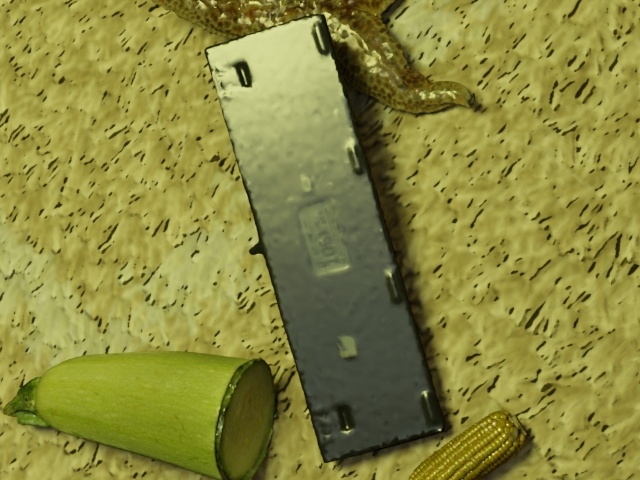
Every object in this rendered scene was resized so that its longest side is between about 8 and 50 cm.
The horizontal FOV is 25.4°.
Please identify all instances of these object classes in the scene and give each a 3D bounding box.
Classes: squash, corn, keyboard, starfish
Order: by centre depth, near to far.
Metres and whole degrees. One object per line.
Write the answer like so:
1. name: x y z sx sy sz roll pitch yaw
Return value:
1. corn: 0.103 0.155 1.004 0.092 0.037 0.037 -36 72 12
2. keyboard: 0.000 0.000 1.032 0.106 0.027 0.317 -16 90 12
3. squash: -0.147 0.129 1.072 0.224 0.094 0.094 1 82 25
4. starfish: -0.001 -0.178 1.078 0.277 0.062 0.235 21 87 12
